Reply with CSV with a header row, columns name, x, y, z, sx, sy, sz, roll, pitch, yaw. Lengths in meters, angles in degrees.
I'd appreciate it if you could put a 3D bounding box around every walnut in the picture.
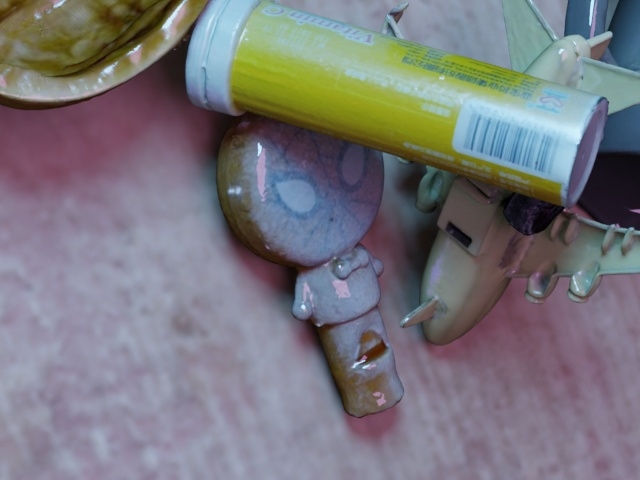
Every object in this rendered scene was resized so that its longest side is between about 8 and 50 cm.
name,x,y,z,sx,sy,sz,roll,pitch,yaw
walnut,-0.144,-0.149,1.016,0.211,0.087,0.167,-37,86,-22

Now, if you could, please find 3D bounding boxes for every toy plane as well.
name,x,y,z,sx,sy,sz,roll,pitch,yaw
toy plane,0.103,-0.027,1.091,0.092,0.229,0.244,-22,145,-48

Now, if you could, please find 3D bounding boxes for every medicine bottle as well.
name,x,y,z,sx,sy,sz,roll,pitch,yaw
medicine bottle,0.039,-0.076,1.011,0.218,0.074,0.074,18,82,17

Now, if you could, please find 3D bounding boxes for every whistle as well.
name,x,y,z,sx,sy,sz,roll,pitch,yaw
whistle,0.000,0.000,1.113,0.107,0.057,0.220,-31,109,-36

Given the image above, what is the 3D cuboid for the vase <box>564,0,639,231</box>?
name,x,y,z,sx,sy,sz,roll,pitch,yaw
vase,0.245,-0.148,1.176,0.251,0.156,0.300,28,73,-41
